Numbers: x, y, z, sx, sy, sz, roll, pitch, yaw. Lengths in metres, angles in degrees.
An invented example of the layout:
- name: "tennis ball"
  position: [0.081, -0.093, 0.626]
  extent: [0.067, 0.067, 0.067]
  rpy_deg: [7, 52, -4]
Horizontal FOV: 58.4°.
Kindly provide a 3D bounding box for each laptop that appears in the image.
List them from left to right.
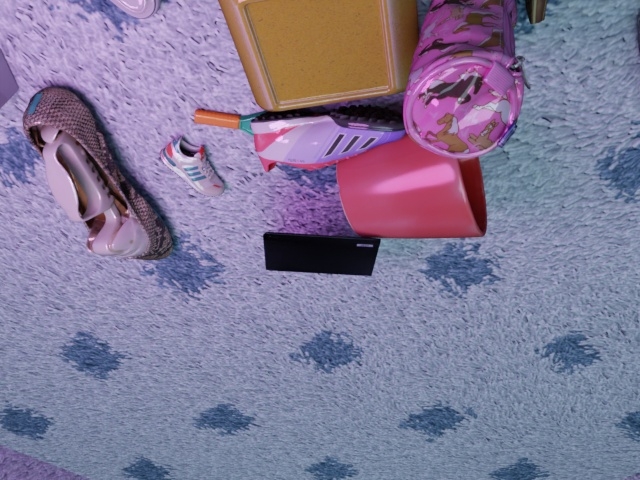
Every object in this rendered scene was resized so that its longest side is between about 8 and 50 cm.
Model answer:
- name: "laptop"
  position: [0.000, 0.000, 1.255]
  extent: [0.234, 0.264, 0.137]
  rpy_deg: [4, 113, -1]

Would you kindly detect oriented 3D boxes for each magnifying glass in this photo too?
- name: "magnifying glass"
  position: [-0.142, -0.238, 1.178]
  extent: [0.230, 0.026, 0.092]
  rpy_deg: [9, 131, -5]

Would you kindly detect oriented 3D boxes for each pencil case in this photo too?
- name: "pencil case"
  position: [0.228, -0.287, 0.889]
  extent: [0.167, 0.386, 0.160]
  rpy_deg: [7, 131, 10]

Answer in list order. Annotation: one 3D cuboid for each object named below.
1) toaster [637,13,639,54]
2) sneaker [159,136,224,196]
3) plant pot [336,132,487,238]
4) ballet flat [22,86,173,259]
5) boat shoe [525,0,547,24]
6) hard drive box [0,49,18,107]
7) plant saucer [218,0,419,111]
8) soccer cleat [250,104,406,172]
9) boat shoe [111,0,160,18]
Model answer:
- name: "toaster"
  position: [0.633, -0.328, 0.988]
  extent: [0.129, 0.147, 0.227]
  rpy_deg: [-23, 127, 20]
- name: "sneaker"
  position: [-0.261, -0.159, 1.230]
  extent: [0.161, 0.057, 0.075]
  rpy_deg: [38, 128, -24]
- name: "plant pot"
  position: [0.179, -0.122, 1.133]
  extent: [0.243, 0.275, 0.275]
  rpy_deg: [-11, 131, 25]
- name: "ballet flat"
  position: [-0.477, -0.083, 1.222]
  extent: [0.163, 0.182, 0.483]
  rpy_deg: [-12, 130, 11]
- name: "boat shoe"
  position: [0.375, -0.448, 0.947]
  extent: [0.060, 0.064, 0.178]
  rpy_deg: [-3, 129, 8]
- name: "hard drive box"
  position: [-0.724, -0.272, 1.067]
  extent: [0.231, 0.181, 0.089]
  rpy_deg: [-3, 130, 4]
- name: "plant saucer"
  position: [0.003, -0.349, 0.984]
  extent: [0.332, 0.081, 0.333]
  rpy_deg: [-6, 146, 9]
- name: "soccer cleat"
  position: [0.017, -0.188, 1.082]
  extent: [0.317, 0.108, 0.117]
  rpy_deg: [3, 115, 25]
- name: "boat shoe"
  position: [-0.371, -0.475, 0.935]
  extent: [0.096, 0.088, 0.268]
  rpy_deg: [-20, 127, 19]
